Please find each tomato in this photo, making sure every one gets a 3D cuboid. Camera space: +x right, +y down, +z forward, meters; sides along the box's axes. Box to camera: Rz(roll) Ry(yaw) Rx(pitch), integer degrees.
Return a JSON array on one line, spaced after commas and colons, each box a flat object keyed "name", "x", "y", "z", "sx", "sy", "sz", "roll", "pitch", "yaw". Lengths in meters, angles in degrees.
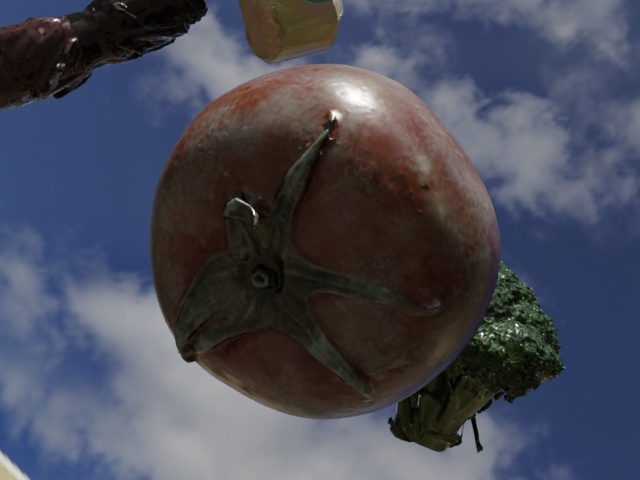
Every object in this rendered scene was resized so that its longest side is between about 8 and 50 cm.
[{"name": "tomato", "x": 0.000, "y": 0.000, "z": 0.704, "sx": 0.317, "sy": 0.283, "sz": 0.316, "roll": 6, "pitch": -76, "yaw": 24}]

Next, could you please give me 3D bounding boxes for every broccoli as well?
[{"name": "broccoli", "x": 0.201, "y": 0.158, "z": 1.111, "sx": 0.304, "sy": 0.321, "sz": 0.283, "roll": 24, "pitch": -77, "yaw": 39}]

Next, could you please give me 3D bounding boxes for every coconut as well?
[{"name": "coconut", "x": -0.036, "y": -0.351, "z": 1.195, "sx": 0.147, "sy": 0.153, "sz": 0.147, "roll": 50, "pitch": -27, "yaw": 38}]

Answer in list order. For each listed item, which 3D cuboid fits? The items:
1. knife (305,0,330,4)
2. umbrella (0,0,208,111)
[{"name": "knife", "x": 0.081, "y": -0.302, "z": 0.770, "sx": 0.261, "sy": 0.034, "sz": 0.063, "roll": -13, "pitch": -62, "yaw": 32}, {"name": "umbrella", "x": -0.283, "y": -0.218, "z": 0.876, "sx": 0.094, "sy": 0.326, "sz": 0.090, "roll": 62, "pitch": -11, "yaw": 9}]
